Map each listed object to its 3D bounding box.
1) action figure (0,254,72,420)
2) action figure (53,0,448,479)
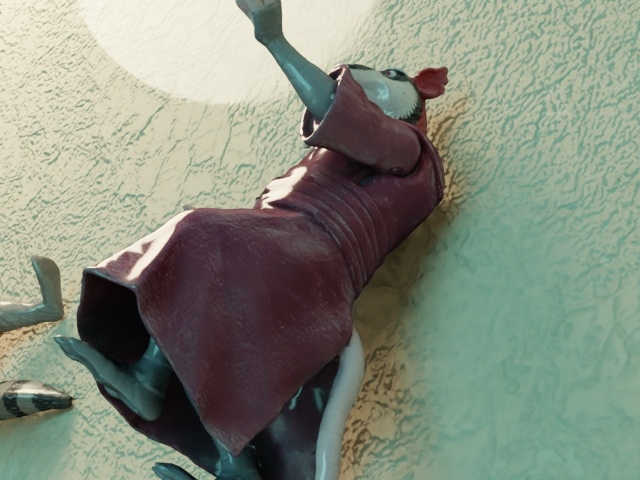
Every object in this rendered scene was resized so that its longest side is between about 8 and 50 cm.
[{"bbox_3d":[-0.400,0.177,1.279,0.330,0.178,0.341,-33,22,32],"label":"action figure"},{"bbox_3d":[0.000,0.000,0.985,0.276,0.248,0.370,33,63,17],"label":"action figure"}]
